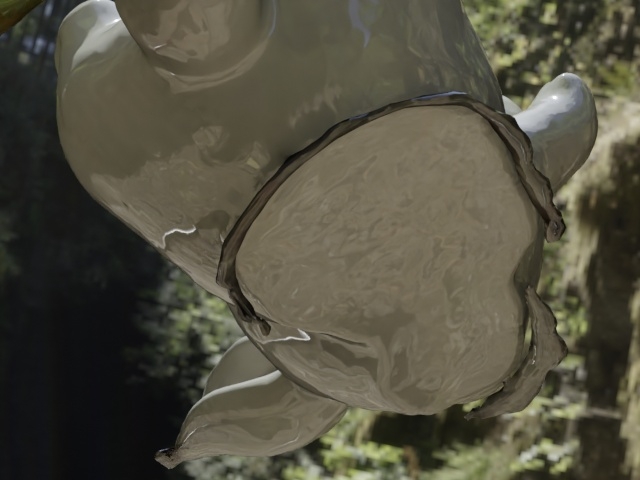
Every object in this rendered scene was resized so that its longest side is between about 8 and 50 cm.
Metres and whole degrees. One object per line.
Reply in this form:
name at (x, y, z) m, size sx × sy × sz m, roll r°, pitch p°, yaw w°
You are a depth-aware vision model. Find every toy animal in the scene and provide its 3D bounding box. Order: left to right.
toy animal at (0.006, -0.004, 0.565) m, size 0.209 × 0.154 × 0.325 m, roll -14°, pitch -41°, yaw -15°

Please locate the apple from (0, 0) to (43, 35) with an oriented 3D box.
apple at (-0.165, -0.112, 0.393) m, size 0.193 × 0.265 × 0.120 m, roll 8°, pitch -46°, yaw -34°
